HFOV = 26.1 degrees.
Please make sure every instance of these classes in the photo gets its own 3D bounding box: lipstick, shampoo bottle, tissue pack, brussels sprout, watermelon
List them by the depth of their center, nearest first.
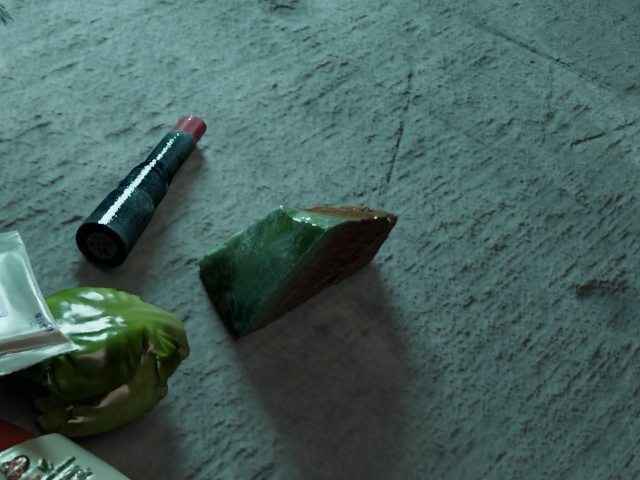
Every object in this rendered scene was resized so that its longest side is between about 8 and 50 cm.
[{"bbox_3d":[-0.231,0.215,1.099,0.284,0.071,0.153,36,37,12],"label":"shampoo bottle"},{"bbox_3d":[-0.293,0.053,1.169,0.122,0.026,0.193,-15,41,-21],"label":"tissue pack"},{"bbox_3d":[-0.200,0.095,1.213,0.181,0.100,0.139,-23,54,-26],"label":"brussels sprout"},{"bbox_3d":[-0.168,-0.060,1.392,0.053,0.053,0.234,37,41,-5],"label":"lipstick"},{"bbox_3d":[0.000,0.000,1.418,0.094,0.154,0.241,54,31,14],"label":"watermelon"}]
